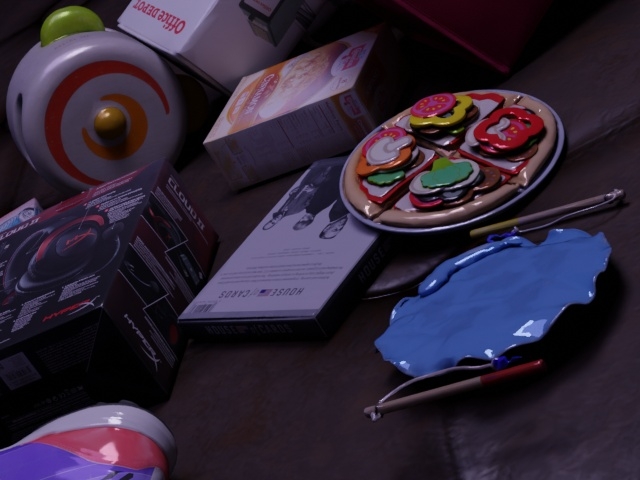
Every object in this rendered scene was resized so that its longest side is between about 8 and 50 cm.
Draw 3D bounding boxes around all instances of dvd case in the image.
[{"bbox_3d":[0.000,0.000,1.336,0.179,0.029,0.239,-5,37,46],"label":"dvd case"}]

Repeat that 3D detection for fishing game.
[{"bbox_3d":[0.127,0.049,1.085,0.189,0.041,0.264,-18,20,28],"label":"fishing game"}]

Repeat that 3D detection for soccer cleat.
[{"bbox_3d":[-0.258,0.223,1.147,0.318,0.109,0.116,-21,31,18],"label":"soccer cleat"}]

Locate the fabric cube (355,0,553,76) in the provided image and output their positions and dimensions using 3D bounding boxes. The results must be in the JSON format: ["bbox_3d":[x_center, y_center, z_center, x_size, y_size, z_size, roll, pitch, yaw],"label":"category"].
[{"bbox_3d":[0.111,-0.353,1.493,0.258,0.254,0.259,-60,26,5],"label":"fabric cube"}]

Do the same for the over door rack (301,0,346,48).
[{"bbox_3d":[0.012,-0.364,1.866,0.239,0.108,0.324,7,66,54],"label":"over door rack"}]

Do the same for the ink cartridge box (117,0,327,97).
[{"bbox_3d":[-0.081,-0.317,1.725,0.289,0.121,0.211,-55,32,0],"label":"ink cartridge box"}]

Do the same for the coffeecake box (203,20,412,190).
[{"bbox_3d":[-0.011,-0.140,1.561,0.185,0.068,0.142,-18,27,28],"label":"coffeecake box"}]

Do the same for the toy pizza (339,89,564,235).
[{"bbox_3d":[0.110,-0.078,1.292,0.201,0.032,0.201,-14,36,11],"label":"toy pizza"}]

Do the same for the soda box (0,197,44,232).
[{"bbox_3d":[-0.388,0.028,1.710,0.183,0.058,0.063,-31,24,5],"label":"soda box"}]

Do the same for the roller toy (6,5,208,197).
[{"bbox_3d":[-0.252,-0.143,1.709,0.191,0.209,0.146,-57,26,1],"label":"roller toy"}]

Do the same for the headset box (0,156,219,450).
[{"bbox_3d":[-0.229,0.055,1.408,0.218,0.110,0.293,-23,26,20],"label":"headset box"}]
